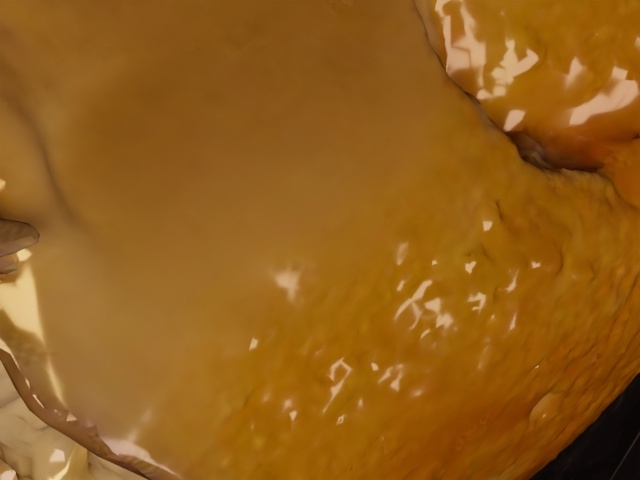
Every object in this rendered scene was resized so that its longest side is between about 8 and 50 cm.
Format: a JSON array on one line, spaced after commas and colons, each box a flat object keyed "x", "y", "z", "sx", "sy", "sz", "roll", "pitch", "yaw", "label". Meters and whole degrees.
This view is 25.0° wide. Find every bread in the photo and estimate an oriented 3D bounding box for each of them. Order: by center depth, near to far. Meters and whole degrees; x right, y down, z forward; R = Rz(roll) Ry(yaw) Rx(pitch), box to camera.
[{"x": 0.000, "y": 0.000, "z": 0.569, "sx": 0.394, "sy": 0.250, "sz": 0.361, "roll": -30, "pitch": 150, "yaw": -26, "label": "bread"}]
